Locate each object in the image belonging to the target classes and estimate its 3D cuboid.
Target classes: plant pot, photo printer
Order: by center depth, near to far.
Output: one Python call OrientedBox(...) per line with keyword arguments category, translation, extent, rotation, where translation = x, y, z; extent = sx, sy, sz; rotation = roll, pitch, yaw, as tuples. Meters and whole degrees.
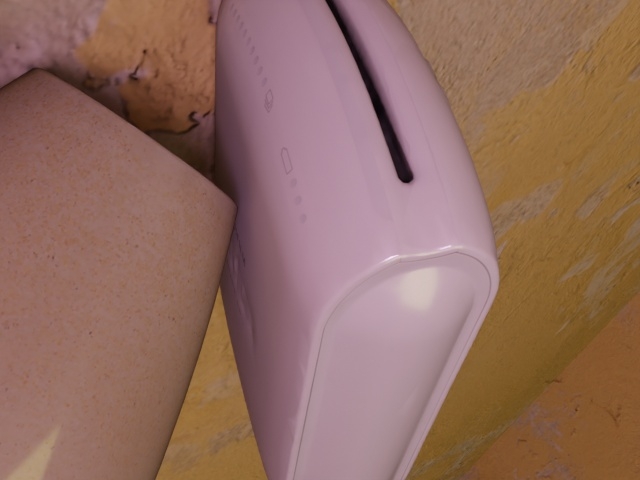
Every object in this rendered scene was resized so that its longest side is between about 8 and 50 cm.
OrientedBox(category="plant pot", translation=(-0.171, 0.059, 0.387), extent=(0.274, 0.256, 0.256), rotation=(-56, 152, -4))
OrientedBox(category="photo printer", translation=(0.000, 0.000, 0.469), extent=(0.107, 0.256, 0.308), rotation=(-8, 143, -14))
